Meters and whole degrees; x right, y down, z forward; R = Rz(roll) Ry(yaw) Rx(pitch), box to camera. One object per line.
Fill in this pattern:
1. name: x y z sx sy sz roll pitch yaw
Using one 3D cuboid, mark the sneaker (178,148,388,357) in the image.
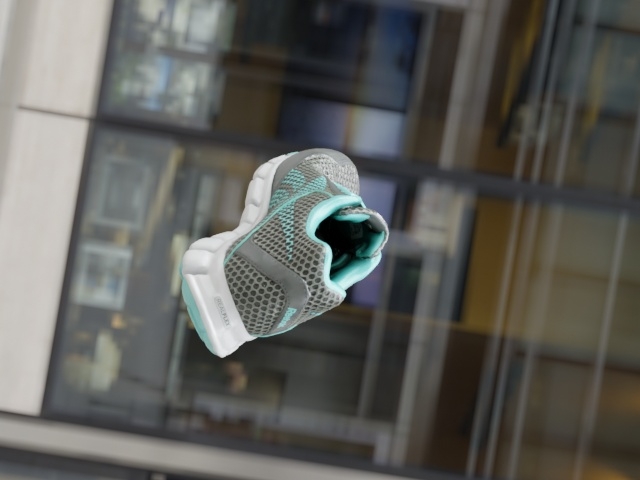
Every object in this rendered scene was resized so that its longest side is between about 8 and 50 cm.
1. sneaker: 0.000 0.000 0.860 0.065 0.076 0.166 67 25 -19
